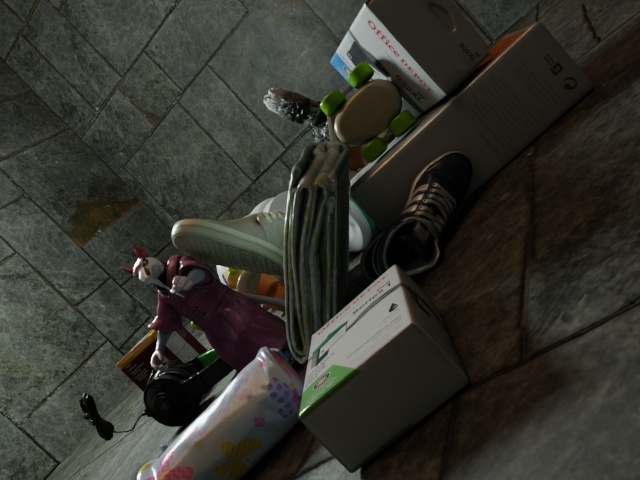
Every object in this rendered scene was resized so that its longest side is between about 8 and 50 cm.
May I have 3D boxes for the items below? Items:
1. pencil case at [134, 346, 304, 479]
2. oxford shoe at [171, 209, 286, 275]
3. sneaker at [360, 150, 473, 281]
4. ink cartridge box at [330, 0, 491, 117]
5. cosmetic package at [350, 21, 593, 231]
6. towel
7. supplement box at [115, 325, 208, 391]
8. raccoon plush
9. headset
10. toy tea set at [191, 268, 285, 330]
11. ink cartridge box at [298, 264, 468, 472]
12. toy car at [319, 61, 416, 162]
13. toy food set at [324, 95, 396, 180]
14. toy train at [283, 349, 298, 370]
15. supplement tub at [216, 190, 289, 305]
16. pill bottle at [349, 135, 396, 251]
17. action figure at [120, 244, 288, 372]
[{"bbox_3d":[-0.134,0.281,0.863,0.273,0.113,0.124,-44,25,-6],"label":"pencil case"},{"bbox_3d":[-0.118,-0.004,1.244,0.169,0.130,0.449,-6,-13,39],"label":"oxford shoe"},{"bbox_3d":[0.182,-0.041,1.013,0.282,0.099,0.153,-51,4,-5],"label":"sneaker"},{"bbox_3d":[0.164,-0.369,1.203,0.129,0.223,0.307,-45,6,-9],"label":"ink cartridge box"},{"bbox_3d":[0.274,-0.203,1.194,0.453,0.161,0.230,-43,8,10],"label":"cosmetic package"},{"bbox_3d":[0.000,0.000,1.076,0.090,0.321,0.374,3,17,6],"label":"towel"},{"bbox_3d":[-0.482,0.373,1.857,0.191,0.194,0.129,-40,8,25],"label":"supplement box"},{"bbox_3d":[0.028,-0.269,1.807,0.216,0.446,0.299,-64,-5,-55],"label":"raccoon plush"},{"bbox_3d":[-0.384,0.355,1.491,0.394,0.185,0.243,-34,5,-11],"label":"headset"},{"bbox_3d":[-0.190,0.146,1.454,0.200,0.124,0.336,-64,-23,-7],"label":"toy tea set"},{"bbox_3d":[0.066,0.135,0.700,0.160,0.092,0.219,-42,8,10],"label":"ink cartridge box"},{"bbox_3d":[0.112,-0.259,1.235,0.149,0.155,0.188,-42,-5,19],"label":"toy car"},{"bbox_3d":[0.169,-0.259,1.397,0.092,0.305,0.220,93,172,-57],"label":"toy food set"},{"bbox_3d":[-0.077,0.245,1.057,0.027,0.036,0.158,-35,12,49],"label":"toy train"},{"bbox_3d":[-0.127,0.025,1.678,0.331,0.241,0.241,-38,9,50],"label":"supplement tub"},{"bbox_3d":[0.134,-0.159,1.509,0.361,0.204,0.204,-48,9,-28],"label":"pill bottle"},{"bbox_3d":[-0.208,0.113,1.167,0.248,0.370,0.276,-44,12,37],"label":"action figure"}]
